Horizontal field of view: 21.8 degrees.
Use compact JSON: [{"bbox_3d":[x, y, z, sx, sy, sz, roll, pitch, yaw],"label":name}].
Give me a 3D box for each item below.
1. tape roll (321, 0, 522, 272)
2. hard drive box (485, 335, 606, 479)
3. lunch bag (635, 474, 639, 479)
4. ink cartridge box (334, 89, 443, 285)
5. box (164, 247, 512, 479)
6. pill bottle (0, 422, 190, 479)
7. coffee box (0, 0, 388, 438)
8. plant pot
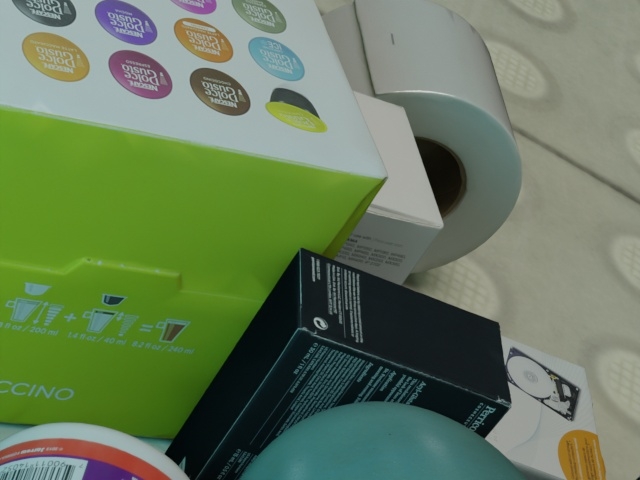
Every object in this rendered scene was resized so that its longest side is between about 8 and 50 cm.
[{"bbox_3d":[0.074,-0.107,1.723,0.246,0.246,0.169,18,37,-22],"label":"tape roll"},{"bbox_3d":[0.143,0.172,1.575,0.232,0.089,0.181,21,36,-17],"label":"hard drive box"},{"bbox_3d":[0.362,0.320,1.435,0.303,0.243,0.115,30,34,-8],"label":"lunch bag"},{"bbox_3d":[0.000,0.000,1.535,0.100,0.237,0.172,14,39,-27],"label":"ink cartridge box"},{"bbox_3d":[0.005,0.153,1.332,0.184,0.261,0.103,23,36,-16],"label":"box"},{"bbox_3d":[-0.184,0.284,1.090,0.181,0.181,0.323,26,36,-11],"label":"pill bottle"},{"bbox_3d":[-0.202,-0.072,1.370,0.338,0.338,0.334,10,42,-30],"label":"coffee box"},{"bbox_3d":[0.047,0.257,1.188,0.293,0.293,0.235,18,27,-21],"label":"plant pot"}]
